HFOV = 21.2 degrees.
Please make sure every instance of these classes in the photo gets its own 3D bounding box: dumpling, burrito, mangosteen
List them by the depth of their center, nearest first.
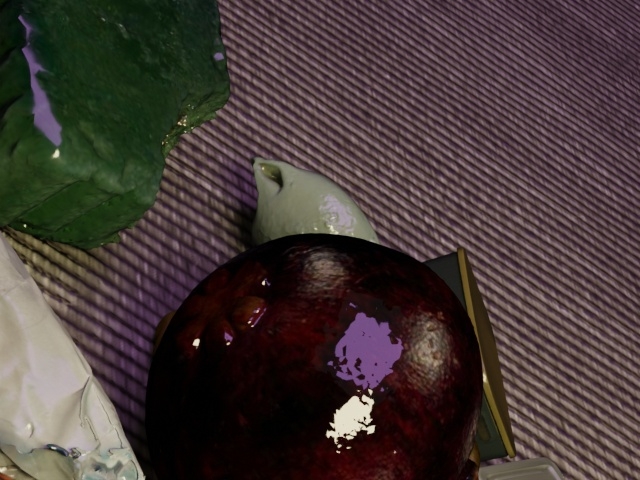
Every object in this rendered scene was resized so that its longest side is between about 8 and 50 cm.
[{"bbox_3d":[-0.280,0.095,1.452,0.139,0.101,0.445,-25,65,-29],"label":"burrito"},{"bbox_3d":[0.012,0.163,1.482,0.347,0.307,0.307,52,25,-29],"label":"mangosteen"},{"bbox_3d":[-0.011,0.004,1.801,0.108,0.152,0.219,-29,65,-23],"label":"dumpling"}]

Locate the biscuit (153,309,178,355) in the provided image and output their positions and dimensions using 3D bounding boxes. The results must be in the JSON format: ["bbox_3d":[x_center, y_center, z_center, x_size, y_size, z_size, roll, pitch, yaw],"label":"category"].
[{"bbox_3d":[-0.076,0.087,1.696,0.174,0.039,0.183,22,36,-14],"label":"biscuit"}]

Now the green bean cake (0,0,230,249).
[{"bbox_3d":[-0.234,-0.142,1.698,0.300,0.169,0.307,18,51,-46],"label":"green bean cake"}]

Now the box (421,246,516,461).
[{"bbox_3d":[0.129,0.122,1.727,0.201,0.090,0.144,-96,166,-47],"label":"box"}]

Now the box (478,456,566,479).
[{"bbox_3d":[0.194,0.268,1.679,0.122,0.062,0.089,-1,48,-42],"label":"box"}]
